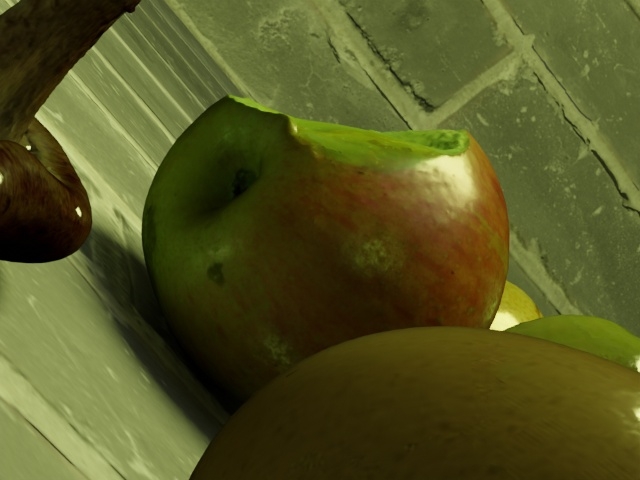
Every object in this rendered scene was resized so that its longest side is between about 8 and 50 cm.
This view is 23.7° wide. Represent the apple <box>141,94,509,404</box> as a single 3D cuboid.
[{"bbox_3d":[0.000,0.000,1.040,0.226,0.246,0.246,37,12,-31],"label":"apple"}]

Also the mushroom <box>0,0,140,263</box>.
[{"bbox_3d":[-0.123,-0.094,0.727,0.148,0.217,0.227,52,5,7],"label":"mushroom"}]

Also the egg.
[{"bbox_3d":[0.074,0.167,0.497,0.322,0.250,0.250,49,3,30],"label":"egg"}]

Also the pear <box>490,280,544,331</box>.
[{"bbox_3d":[0.106,0.134,1.315,0.209,0.209,0.209,51,5,-7],"label":"pear"}]

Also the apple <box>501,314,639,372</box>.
[{"bbox_3d":[0.155,0.183,0.943,0.292,0.254,0.292,31,-1,1],"label":"apple"}]
